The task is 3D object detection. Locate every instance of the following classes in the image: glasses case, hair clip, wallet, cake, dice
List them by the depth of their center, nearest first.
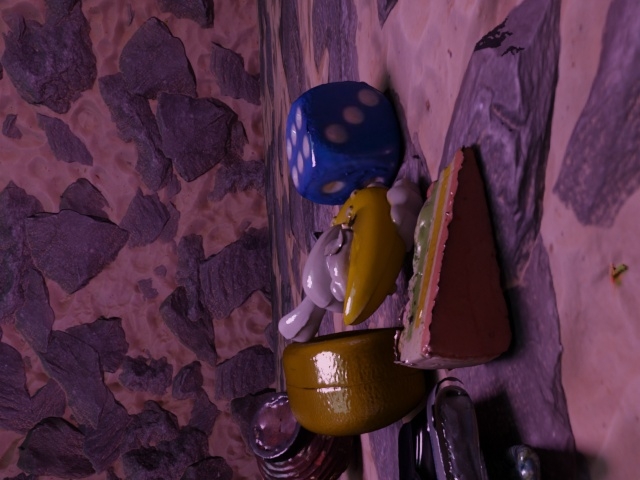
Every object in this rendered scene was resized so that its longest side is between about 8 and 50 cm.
[{"bbox_3d":[0.173,0.221,0.494,0.229,0.036,0.066,83,-178,-57],"label":"hair clip"},{"bbox_3d":[0.146,0.026,0.567,0.109,0.090,0.225,114,168,-72],"label":"cake"},{"bbox_3d":[0.125,0.259,0.592,0.231,0.069,0.170,89,180,-62],"label":"wallet"},{"bbox_3d":[0.032,-0.142,0.814,0.143,0.146,0.146,113,147,-62],"label":"dice"},{"bbox_3d":[0.034,0.219,0.852,0.371,0.173,0.141,134,126,-75],"label":"glasses case"}]

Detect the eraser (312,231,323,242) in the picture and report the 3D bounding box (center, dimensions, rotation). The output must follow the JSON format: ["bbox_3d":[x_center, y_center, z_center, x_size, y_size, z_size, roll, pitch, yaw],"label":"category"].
[{"bbox_3d":[0.000,0.000,1.317,0.099,0.027,0.019,-126,41,-68],"label":"eraser"}]

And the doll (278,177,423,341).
[{"bbox_3d":[0.044,0.028,0.742,0.237,0.111,0.252,-10,53,65],"label":"doll"}]

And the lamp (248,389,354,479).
[{"bbox_3d":[-0.033,0.436,1.180,0.247,0.247,0.247,176,90,-79],"label":"lamp"}]
